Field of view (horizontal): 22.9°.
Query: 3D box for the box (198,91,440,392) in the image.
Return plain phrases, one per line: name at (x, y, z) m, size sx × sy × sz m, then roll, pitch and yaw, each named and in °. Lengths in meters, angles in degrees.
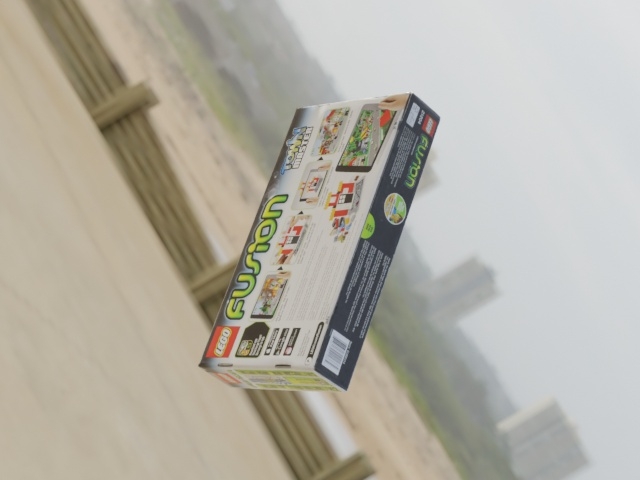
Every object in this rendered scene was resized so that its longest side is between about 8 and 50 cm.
box at (0.000, 0.000, 1.062) m, size 0.114 × 0.207 × 0.036 m, roll -3°, pitch -31°, yaw 46°
